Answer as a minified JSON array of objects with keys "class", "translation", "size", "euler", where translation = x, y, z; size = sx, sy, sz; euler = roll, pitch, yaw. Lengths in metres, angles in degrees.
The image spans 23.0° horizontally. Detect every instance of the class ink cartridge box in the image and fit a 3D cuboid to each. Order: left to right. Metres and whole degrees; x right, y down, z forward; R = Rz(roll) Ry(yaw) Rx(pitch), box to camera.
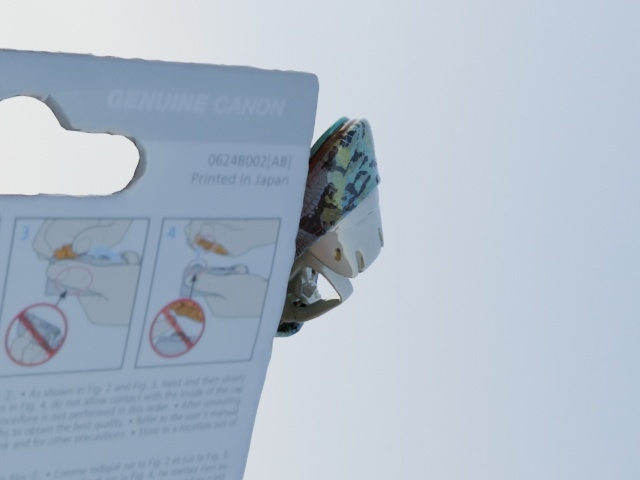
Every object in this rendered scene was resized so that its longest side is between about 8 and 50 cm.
[{"class":"ink cartridge box","translation":[-0.177,0.093,0.698],"size":[0.091,0.308,0.385],"euler":[30,-67,47]}]

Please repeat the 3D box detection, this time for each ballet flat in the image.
[{"class":"ballet flat","translation":[0.000,0.000,0.832],"size":[0.070,0.070,0.188],"euler":[65,-26,15]}]
